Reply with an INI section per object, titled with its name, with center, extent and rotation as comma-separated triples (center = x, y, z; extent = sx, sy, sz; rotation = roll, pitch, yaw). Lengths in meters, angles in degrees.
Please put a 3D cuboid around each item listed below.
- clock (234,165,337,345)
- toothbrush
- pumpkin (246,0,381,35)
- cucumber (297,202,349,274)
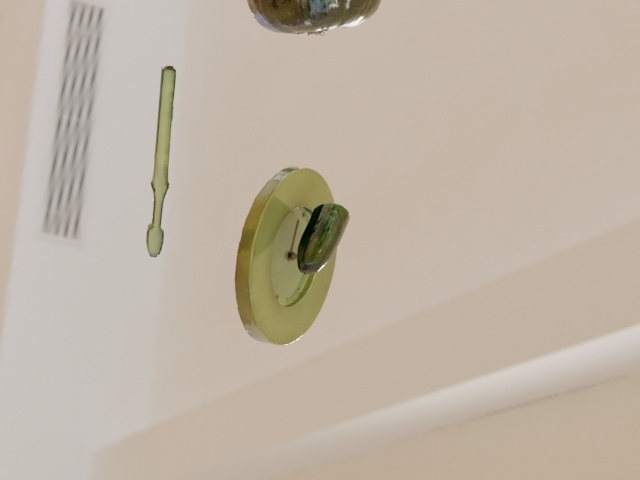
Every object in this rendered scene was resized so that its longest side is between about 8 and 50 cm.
[clock]
center = -0.043, 0.020, 1.776
extent = 0.029, 0.235, 0.235
rotation = 10, -94, 26
[toothbrush]
center = -0.220, -0.105, 1.890
extent = 0.028, 0.026, 0.294
rotation = -118, -148, -52
[pumpkin]
center = -0.009, -0.397, 2.137
extent = 0.224, 0.224, 0.157
rotation = 20, -60, 64
[cucumber]
center = 0.000, 0.000, 1.720
extent = 0.048, 0.048, 0.105
rotation = -42, -162, 49
